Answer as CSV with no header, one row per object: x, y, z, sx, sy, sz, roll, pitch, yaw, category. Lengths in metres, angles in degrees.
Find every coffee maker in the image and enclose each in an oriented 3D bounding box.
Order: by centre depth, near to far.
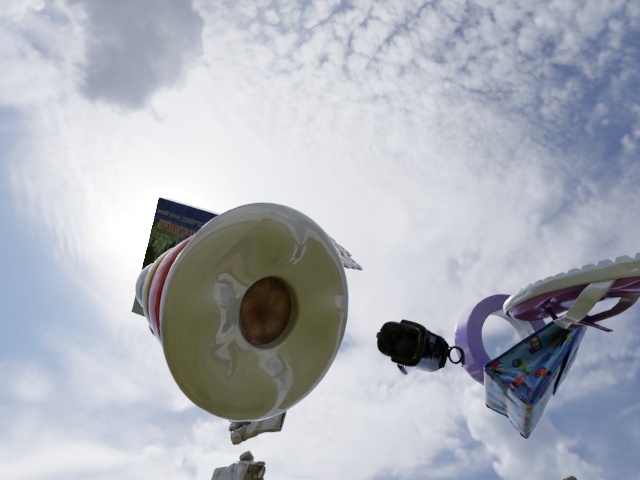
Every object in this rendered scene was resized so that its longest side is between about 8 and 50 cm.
0.245,0.256,1.266,0.171,0.120,0.178,-15,-23,23,coffee maker

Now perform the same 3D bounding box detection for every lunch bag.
0.547,0.302,1.270,0.293,0.138,0.221,-39,-40,-16,lunch bag

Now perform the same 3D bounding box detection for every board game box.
-0.305,0.080,1.330,0.318,0.066,0.318,16,-85,16,board game box

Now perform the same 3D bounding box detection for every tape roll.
0.546,0.304,1.551,0.274,0.275,0.090,21,-23,-5,tape roll

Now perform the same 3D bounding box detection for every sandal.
0.491,0.107,0.908,0.169,0.102,0.416,11,-25,-25,sandal

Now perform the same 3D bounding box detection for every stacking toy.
-0.212,0.103,0.980,0.479,0.350,0.351,5,-54,50,stacking toy

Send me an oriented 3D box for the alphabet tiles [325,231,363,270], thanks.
0.000,0.000,1.533,0.278,0.284,0.021,42,-80,20,alphabet tiles

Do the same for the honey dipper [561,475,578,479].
0.595,0.626,1.302,0.160,0.030,0.031,3,-58,-35,honey dipper

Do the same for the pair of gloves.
-0.182,0.494,1.224,0.042,0.240,0.204,39,-38,-27,pair of gloves

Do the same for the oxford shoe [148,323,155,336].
-0.344,0.331,1.714,0.449,0.130,0.169,26,-76,-26,oxford shoe
